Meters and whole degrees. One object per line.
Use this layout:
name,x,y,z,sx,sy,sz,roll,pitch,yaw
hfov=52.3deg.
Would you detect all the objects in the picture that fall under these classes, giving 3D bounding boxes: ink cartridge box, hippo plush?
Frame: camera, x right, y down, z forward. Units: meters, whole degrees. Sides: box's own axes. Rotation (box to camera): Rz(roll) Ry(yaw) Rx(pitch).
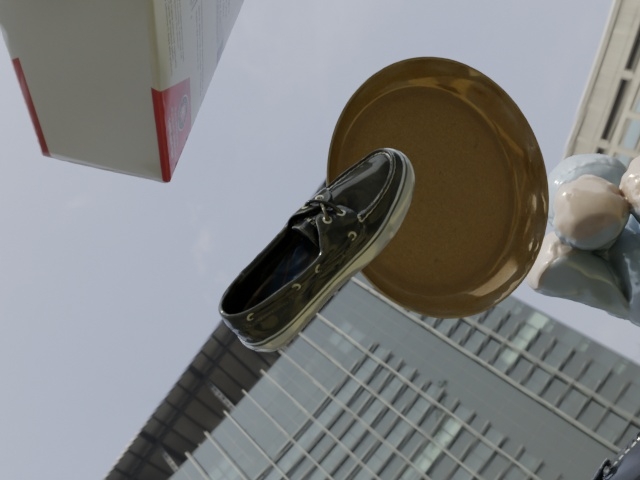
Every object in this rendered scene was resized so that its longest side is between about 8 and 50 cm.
ink cartridge box,-0.141,-0.218,0.533,0.197,0.114,0.273,102,-179,-54
hippo plush,0.406,-0.024,0.817,0.234,0.294,0.237,-54,9,35

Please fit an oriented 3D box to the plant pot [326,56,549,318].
plant pot,0.108,-0.048,0.596,0.236,0.032,0.237,2,-96,-23

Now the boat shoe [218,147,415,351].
boat shoe,0.000,0.000,0.361,0.142,0.049,0.040,-51,-39,-8

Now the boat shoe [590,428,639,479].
boat shoe,0.297,0.301,0.616,0.156,0.187,0.500,37,-96,-13
